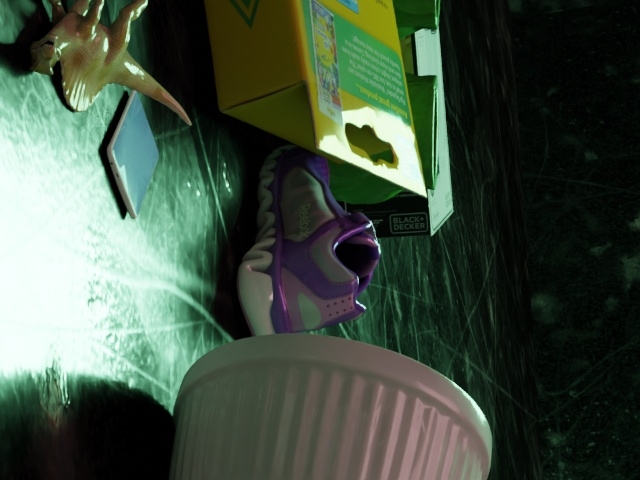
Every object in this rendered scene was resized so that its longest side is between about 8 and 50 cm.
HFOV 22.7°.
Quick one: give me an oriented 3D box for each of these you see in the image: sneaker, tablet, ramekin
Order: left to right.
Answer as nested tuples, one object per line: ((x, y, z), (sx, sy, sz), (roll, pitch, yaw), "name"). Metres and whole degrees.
((-0.122, -0.057, 1.040), (0.083, 0.006, 0.054), (-81, 158, -56), "tablet")
((0.000, 0.000, 1.318), (0.236, 0.105, 0.095), (-83, 158, -54), "sneaker")
((0.000, 0.160, 1.003), (0.207, 0.207, 0.109), (66, 29, -49), "ramekin")

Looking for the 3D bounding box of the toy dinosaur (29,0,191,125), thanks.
((-0.135, -0.121, 0.967), (0.183, 0.053, 0.092), (12, 85, -69), "toy dinosaur")

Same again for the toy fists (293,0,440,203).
((0.038, -0.173, 1.473), (0.096, 0.142, 0.279), (-31, 123, -81), "toy fists")

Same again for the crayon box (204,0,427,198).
((-0.014, -0.194, 1.309), (0.203, 0.083, 0.323), (20, 57, -60), "crayon box")

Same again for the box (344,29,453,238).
((0.071, -0.156, 1.608), (0.169, 0.087, 0.290), (-41, 127, -74), "box")
